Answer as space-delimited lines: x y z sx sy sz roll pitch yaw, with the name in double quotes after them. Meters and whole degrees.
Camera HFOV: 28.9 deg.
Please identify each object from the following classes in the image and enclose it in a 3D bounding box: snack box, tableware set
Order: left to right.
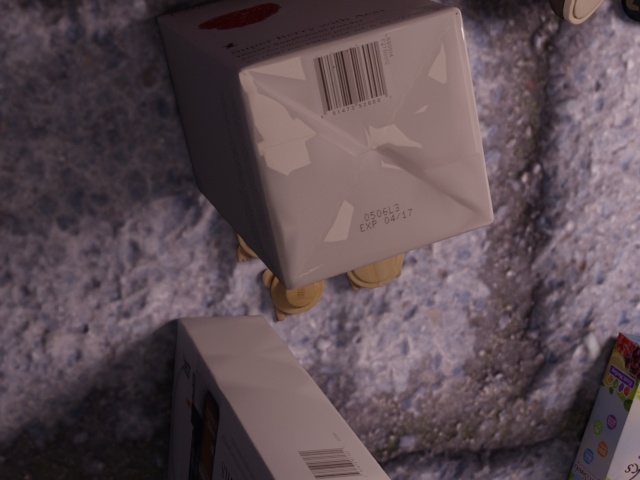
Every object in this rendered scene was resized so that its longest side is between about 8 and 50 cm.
0.000 0.000 1.215 0.168 0.020 0.141 -24 113 -11 "tableware set"
0.387 0.220 1.390 0.174 0.070 0.207 10 104 -22 "snack box"

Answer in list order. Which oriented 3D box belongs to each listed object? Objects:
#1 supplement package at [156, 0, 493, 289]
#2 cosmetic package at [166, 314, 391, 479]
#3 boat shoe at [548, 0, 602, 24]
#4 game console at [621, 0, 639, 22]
-0.008 -0.107 1.028 0.177 0.293 0.175 -18 112 -14 "supplement package"
-0.055 0.259 1.078 0.097 0.377 0.284 -2 106 -18 "cosmetic package"
0.272 -0.374 1.168 0.112 0.095 0.335 -1 115 -56 "boat shoe"
0.470 -0.328 1.202 0.173 0.250 0.293 -3 109 -46 "game console"
